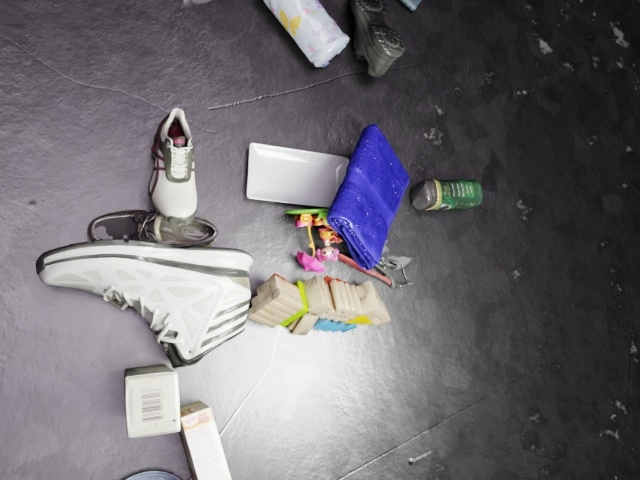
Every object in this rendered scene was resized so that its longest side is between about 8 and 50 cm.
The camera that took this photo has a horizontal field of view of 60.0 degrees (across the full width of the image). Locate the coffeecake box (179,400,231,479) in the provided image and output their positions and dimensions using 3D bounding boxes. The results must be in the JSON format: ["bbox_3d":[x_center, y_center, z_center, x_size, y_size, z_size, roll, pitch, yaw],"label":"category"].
[{"bbox_3d":[-0.251,0.448,1.184,0.068,0.142,0.185,-15,86,-23],"label":"coffeecake box"}]

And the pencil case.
[{"bbox_3d":[-0.044,-0.595,1.459,0.273,0.113,0.124,49,60,-7],"label":"pencil case"}]

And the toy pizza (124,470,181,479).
[{"bbox_3d":[-0.366,0.593,1.176,0.201,0.032,0.201,4,79,-21],"label":"toy pizza"}]

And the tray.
[{"bbox_3d":[-0.056,-0.160,1.423,0.271,0.030,0.145,6,78,-19],"label":"tray"}]

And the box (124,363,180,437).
[{"bbox_3d":[-0.340,0.310,1.103,0.094,0.275,0.113,-2,80,-20],"label":"box"}]

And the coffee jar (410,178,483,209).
[{"bbox_3d":[0.347,-0.126,1.533,0.185,0.096,0.079,-2,79,-21],"label":"coffee jar"}]

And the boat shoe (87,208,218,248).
[{"bbox_3d":[-0.371,-0.025,1.248,0.285,0.092,0.102,4,80,-20],"label":"boat shoe"}]

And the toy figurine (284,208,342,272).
[{"bbox_3d":[0.000,0.000,1.378,0.173,0.130,0.159,-4,94,-18],"label":"toy figurine"}]

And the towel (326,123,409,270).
[{"bbox_3d":[0.131,-0.109,1.382,0.227,0.076,0.308,53,48,-44],"label":"towel"}]

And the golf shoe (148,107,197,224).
[{"bbox_3d":[-0.329,-0.167,1.238,0.105,0.120,0.272,-2,63,-24],"label":"golf shoe"}]

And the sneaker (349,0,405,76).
[{"bbox_3d":[0.128,-0.572,1.524,0.109,0.130,0.286,2,58,-27],"label":"sneaker"}]

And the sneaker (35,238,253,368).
[{"bbox_3d":[-0.361,0.141,1.174,0.448,0.169,0.257,3,76,-20],"label":"sneaker"}]

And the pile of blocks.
[{"bbox_3d":[-0.005,0.148,1.360,0.362,0.149,0.112,10,45,-26],"label":"pile of blocks"}]

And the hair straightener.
[{"bbox_3d":[0.148,0.053,1.453,0.231,0.047,0.089,27,73,-14],"label":"hair straightener"}]

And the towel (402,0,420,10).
[{"bbox_3d":[0.200,-0.888,1.643,0.370,0.040,0.271,38,71,-13],"label":"towel"}]
